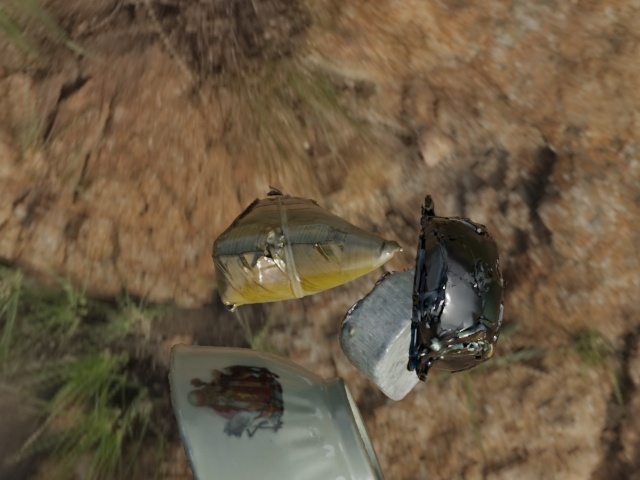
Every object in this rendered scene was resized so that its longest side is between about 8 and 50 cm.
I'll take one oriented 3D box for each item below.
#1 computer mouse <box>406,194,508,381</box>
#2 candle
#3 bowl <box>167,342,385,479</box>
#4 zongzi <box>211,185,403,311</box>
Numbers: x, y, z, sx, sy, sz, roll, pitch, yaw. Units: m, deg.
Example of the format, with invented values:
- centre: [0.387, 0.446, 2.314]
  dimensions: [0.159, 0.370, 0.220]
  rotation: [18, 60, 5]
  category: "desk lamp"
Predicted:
- centre: [0.112, 0.046, 1.275]
  dimensions: [0.077, 0.242, 0.147]
  rotation: [7, 80, 4]
  category: "computer mouse"
- centre: [0.089, 0.095, 1.665]
  dimensions: [0.068, 0.192, 0.168]
  rotation: [41, 131, 22]
  category: "candle"
- centre: [-0.022, 0.237, 1.616]
  dimensions: [0.157, 0.337, 0.337]
  rotation: [-21, 105, 3]
  category: "bowl"
- centre: [0.000, 0.000, 1.609]
  dimensions: [0.197, 0.194, 0.099]
  rotation: [-8, 106, 14]
  category: "zongzi"
